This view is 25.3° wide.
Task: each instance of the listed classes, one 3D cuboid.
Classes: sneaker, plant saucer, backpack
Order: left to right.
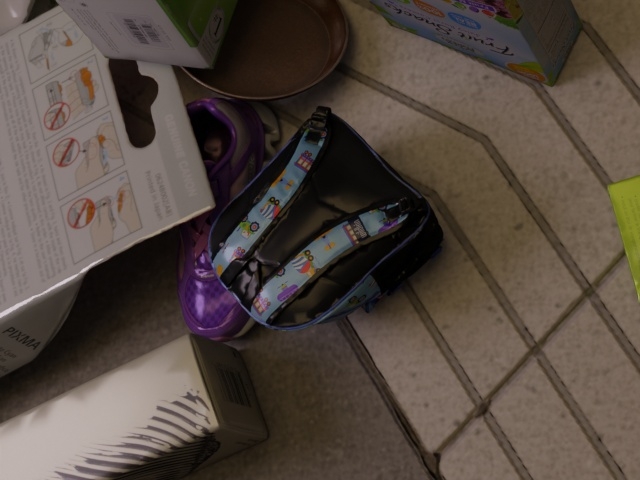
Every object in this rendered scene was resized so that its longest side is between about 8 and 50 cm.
[{"bbox_3d":[-0.100,-0.028,1.291,0.095,0.104,0.236,-2,77,20],"label":"sneaker"},{"bbox_3d":[-0.059,-0.188,1.324,0.169,0.029,0.168,2,56,-3],"label":"plant saucer"},{"bbox_3d":[0.000,0.000,1.228,0.173,0.117,0.158,-44,66,-1],"label":"backpack"}]

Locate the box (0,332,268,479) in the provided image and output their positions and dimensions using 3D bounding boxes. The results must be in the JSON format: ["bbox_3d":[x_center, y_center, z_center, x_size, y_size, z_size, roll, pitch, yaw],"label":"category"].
[{"bbox_3d":[-0.196,0.184,1.271,0.275,0.113,0.094,-27,69,15],"label":"box"}]

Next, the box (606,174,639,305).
[{"bbox_3d":[0.332,-0.018,1.150,0.178,0.042,0.109,-18,71,17],"label":"box"}]

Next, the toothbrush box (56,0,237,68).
[{"bbox_3d":[-0.138,-0.325,1.248,0.122,0.206,0.283,8,67,23],"label":"toothbrush box"}]

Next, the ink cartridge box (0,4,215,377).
[{"bbox_3d":[-0.282,-0.048,1.354,0.385,0.091,0.308,-27,57,12],"label":"ink cartridge box"}]

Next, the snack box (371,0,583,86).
[{"bbox_3d":[0.113,-0.219,1.198,0.174,0.207,0.070,25,87,26],"label":"snack box"}]

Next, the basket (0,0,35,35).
[{"bbox_3d":[-0.428,-0.370,1.342,0.266,0.331,0.328,52,127,28],"label":"basket"}]
